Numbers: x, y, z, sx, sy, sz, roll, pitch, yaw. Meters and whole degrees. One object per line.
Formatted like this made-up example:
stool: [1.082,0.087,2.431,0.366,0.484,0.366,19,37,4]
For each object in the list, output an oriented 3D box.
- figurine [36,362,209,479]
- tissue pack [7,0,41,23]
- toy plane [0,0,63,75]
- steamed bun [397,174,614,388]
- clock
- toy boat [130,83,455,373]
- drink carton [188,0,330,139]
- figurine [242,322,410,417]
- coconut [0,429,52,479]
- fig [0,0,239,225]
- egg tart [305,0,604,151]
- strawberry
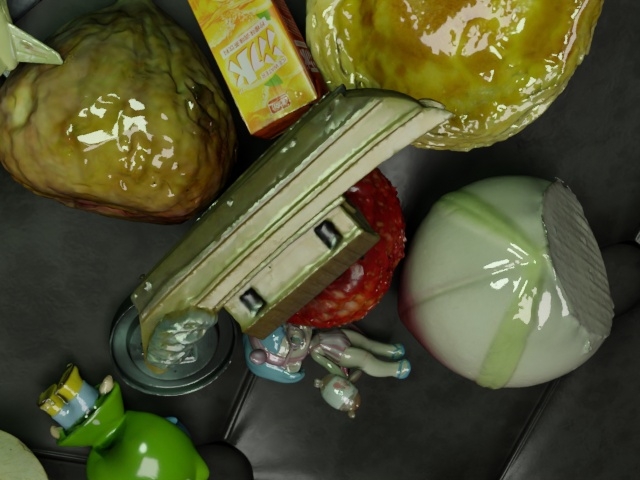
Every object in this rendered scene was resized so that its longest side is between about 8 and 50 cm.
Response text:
figurine: [-0.288,0.292,1.580,0.162,0.143,0.263,-43,109,8]
tissue pack: [-0.459,-0.326,1.187,0.394,0.124,0.288,-37,121,7]
toy plane: [-0.362,-0.273,1.112,0.229,0.092,0.244,-13,118,14]
steamed bun: [0.229,0.066,1.510,0.309,0.309,0.309,-6,120,-11]
clock: [-0.211,0.138,1.564,0.184,0.040,0.184,-7,120,-12]
toy boat: [-0.034,-0.011,1.234,0.445,0.136,0.162,-43,101,10]
drink carton: [-0.078,-0.238,1.285,0.096,0.071,0.223,-28,81,16]
figurine: [0.009,0.178,1.580,0.260,0.205,0.103,12,139,-24]
coconut: [-0.471,0.358,1.505,0.237,0.237,0.197,45,59,-30]
fig: [-0.217,-0.205,1.273,0.286,0.286,0.369,10,92,-20]
egg tart: [0.159,-0.297,1.345,0.388,0.169,0.388,-5,117,-10]
strawberry: [0.000,0.000,1.447,0.288,0.250,0.238,33,76,-60]
